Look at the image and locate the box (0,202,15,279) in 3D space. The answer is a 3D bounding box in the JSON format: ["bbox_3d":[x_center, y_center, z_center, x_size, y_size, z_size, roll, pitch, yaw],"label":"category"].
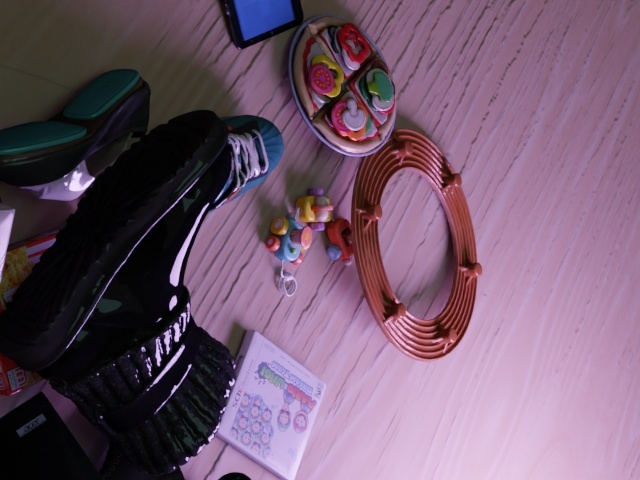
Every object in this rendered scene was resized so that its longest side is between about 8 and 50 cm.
[{"bbox_3d":[-0.350,0.091,1.206,0.113,0.094,0.275,-6,112,-60],"label":"box"}]

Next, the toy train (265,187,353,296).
[{"bbox_3d":[0.000,0.000,1.894,0.166,0.046,0.125,-37,114,-44],"label":"toy train"}]

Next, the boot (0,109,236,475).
[{"bbox_3d":[-0.160,0.057,1.540,0.348,0.131,0.260,-51,125,-7],"label":"boot"}]

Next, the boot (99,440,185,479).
[{"bbox_3d":[-0.243,0.259,1.601,0.198,0.077,0.137,3,67,-42],"label":"boot"}]

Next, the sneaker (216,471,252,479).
[{"bbox_3d":[-0.142,0.396,1.625,0.107,0.124,0.283,18,62,-6],"label":"sneaker"}]

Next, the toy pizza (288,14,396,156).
[{"bbox_3d":[0.038,-0.213,1.938,0.201,0.032,0.201,16,66,-40],"label":"toy pizza"}]

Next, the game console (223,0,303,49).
[{"bbox_3d":[-0.056,-0.328,1.833,0.144,0.124,0.085,-32,84,-45],"label":"game console"}]

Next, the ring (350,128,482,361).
[{"bbox_3d":[0.147,0.004,2.036,0.337,0.032,0.336,18,68,-52],"label":"ring"}]

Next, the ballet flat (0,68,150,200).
[{"bbox_3d":[-0.270,-0.101,1.556,0.280,0.095,0.096,-38,130,-50],"label":"ballet flat"}]

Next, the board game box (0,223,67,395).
[{"bbox_3d":[-0.295,0.067,1.557,0.193,0.045,0.146,-25,107,-46],"label":"board game box"}]

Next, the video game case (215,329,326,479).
[{"bbox_3d":[-0.064,0.213,1.826,0.157,0.019,0.143,41,58,-39],"label":"video game case"}]

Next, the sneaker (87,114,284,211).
[{"bbox_3d":[-0.128,-0.083,1.700,0.302,0.121,0.108,-27,107,-46],"label":"sneaker"}]

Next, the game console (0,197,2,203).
[{"bbox_3d":[-0.407,-0.124,1.338,0.250,0.173,0.293,-20,101,-52],"label":"game console"}]

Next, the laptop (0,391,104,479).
[{"bbox_3d":[-0.317,0.338,1.479,0.234,0.136,0.264,-34,139,-21],"label":"laptop"}]
